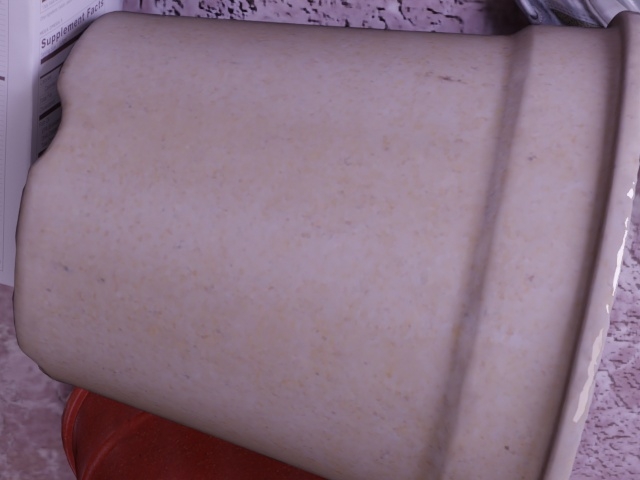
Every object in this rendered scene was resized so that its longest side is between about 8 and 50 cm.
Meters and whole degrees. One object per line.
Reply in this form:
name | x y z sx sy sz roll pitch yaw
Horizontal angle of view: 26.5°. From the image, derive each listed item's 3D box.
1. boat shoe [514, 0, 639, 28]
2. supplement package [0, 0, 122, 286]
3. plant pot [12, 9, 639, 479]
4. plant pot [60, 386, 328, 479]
boat shoe | 0.264 -0.097 0.921 0.320 0.118 0.103 36 152 -26
supplement package | -0.205 -0.118 0.817 0.139 0.134 0.244 15 120 9
plant pot | 0.000 0.000 0.800 0.305 0.334 0.334 13 120 4
plant pot | -0.047 0.232 0.957 0.272 0.265 0.272 -5 133 -5
